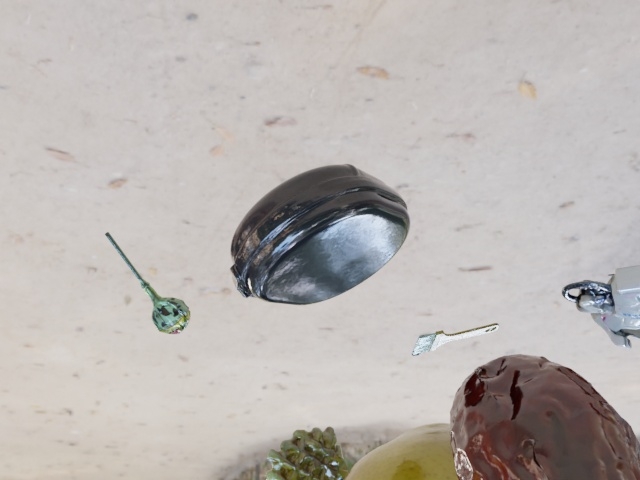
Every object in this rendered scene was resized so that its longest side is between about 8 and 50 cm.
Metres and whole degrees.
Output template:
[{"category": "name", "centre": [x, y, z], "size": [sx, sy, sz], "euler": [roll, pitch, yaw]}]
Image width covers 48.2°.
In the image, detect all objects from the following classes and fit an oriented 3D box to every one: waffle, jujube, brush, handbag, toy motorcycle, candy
[{"category": "waffle", "centre": [-0.021, 0.512, 1.521], "size": [0.204, 0.223, 0.054], "euler": [-11, 173, -36]}, {"category": "jujube", "centre": [0.239, 0.241, 0.749], "size": [0.197, 0.290, 0.197], "euler": [-6, 118, -11]}, {"category": "brush", "centre": [0.306, 0.212, 1.598], "size": [0.218, 0.010, 0.082], "euler": [-11, 144, -19]}, {"category": "handbag", "centre": [-0.001, -0.001, 1.048], "size": [0.254, 0.093, 0.308], "euler": [-40, 155, 19]}, {"category": "toy motorcycle", "centre": [0.427, 0.070, 0.893], "size": [0.221, 0.102, 0.150], "euler": [-12, 146, 36]}, {"category": "candy", "centre": [-0.117, 0.027, 0.482], "size": [0.025, 0.023, 0.083], "euler": [-24, 103, 45]}]

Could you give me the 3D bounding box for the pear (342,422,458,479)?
[{"category": "pear", "centre": [0.181, 0.472, 1.096], "size": [0.362, 0.418, 0.362], "euler": [4, 115, 9]}]
